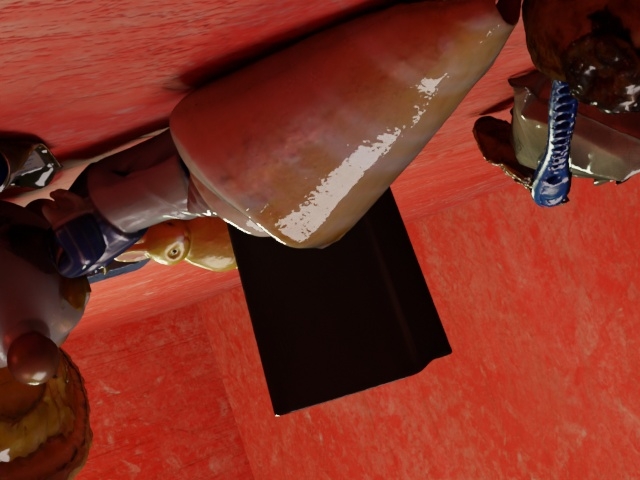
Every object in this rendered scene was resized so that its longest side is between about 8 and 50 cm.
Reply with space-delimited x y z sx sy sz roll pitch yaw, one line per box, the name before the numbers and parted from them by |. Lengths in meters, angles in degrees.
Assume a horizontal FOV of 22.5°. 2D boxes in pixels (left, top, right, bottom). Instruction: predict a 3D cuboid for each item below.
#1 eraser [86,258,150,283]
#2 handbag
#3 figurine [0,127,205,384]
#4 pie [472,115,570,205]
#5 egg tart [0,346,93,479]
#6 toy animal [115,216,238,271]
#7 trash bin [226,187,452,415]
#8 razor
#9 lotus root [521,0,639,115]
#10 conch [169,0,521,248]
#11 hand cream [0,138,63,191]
eraser | -0.294 0.036 1.886 0.225 0.036 0.082 -17 175 -22
handbag | 0.278 -0.115 1.685 0.117 0.182 0.270 -63 174 1
figurine | -0.201 0.013 1.184 0.274 0.133 0.194 -17 -139 34
pie | 0.217 -0.095 1.805 0.092 0.170 0.034 10 122 -36
egg tart | -0.306 0.098 1.328 0.290 0.291 0.107 -15 143 -49
toy animal | -0.157 0.003 1.786 0.159 0.083 0.070 -5 163 -34
trash bin | 0.000 0.000 1.188 0.115 0.226 0.165 -19 177 13
razor | 0.231 -0.121 1.499 0.093 0.056 0.324 -9 156 -4
lotus root | 0.179 -0.136 1.013 0.110 0.097 0.258 24 -170 -2
conch | 0.020 -0.069 1.015 0.255 0.127 0.158 -21 176 30
hand cream | -0.207 -0.045 1.026 0.062 0.039 0.163 -20 -177 0
